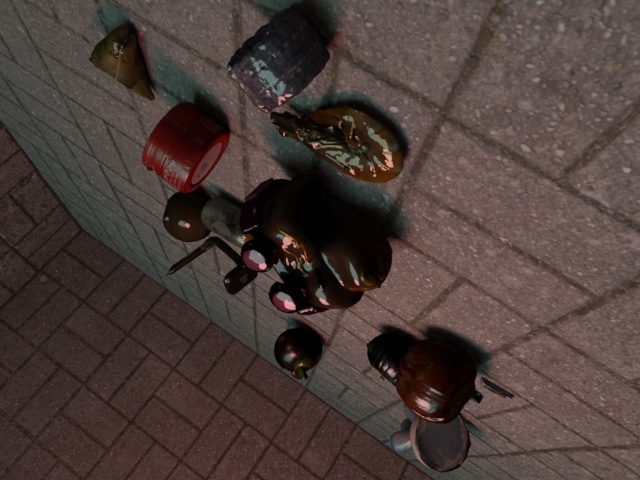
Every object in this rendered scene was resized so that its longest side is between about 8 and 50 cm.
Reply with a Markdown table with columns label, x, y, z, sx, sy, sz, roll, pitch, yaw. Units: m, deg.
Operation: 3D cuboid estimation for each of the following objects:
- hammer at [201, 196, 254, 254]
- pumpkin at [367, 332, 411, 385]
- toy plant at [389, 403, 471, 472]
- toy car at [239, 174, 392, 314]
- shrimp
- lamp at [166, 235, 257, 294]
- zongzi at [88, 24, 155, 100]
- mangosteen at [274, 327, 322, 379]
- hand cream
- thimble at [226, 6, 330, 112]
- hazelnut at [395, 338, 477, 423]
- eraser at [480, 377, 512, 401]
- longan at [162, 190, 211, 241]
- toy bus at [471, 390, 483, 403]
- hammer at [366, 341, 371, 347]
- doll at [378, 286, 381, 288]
| label | x | y | z | sx | sy | sz | roll | pitch | yaw |
| --- | --- | --- | --- | --- | --- | --- | --- | --- | --- |
| hammer | -0.261 | -0.016 | 1.585 | 0.201 | 0.113 | 0.305 | 32 | 164 | 18 |
| pumpkin | 0.238 | 0.386 | 1.542 | 0.202 | 0.140 | 0.202 | 38 | 175 | 4 |
| toy plant | 0.400 | 0.749 | 1.900 | 0.247 | 0.247 | 0.332 | 39 | 158 | -3 |
| toy car | 0.000 | 0.000 | 1.088 | 0.240 | 0.271 | 0.341 | -21 | 112 | 36 |
| shrimp | 0.024 | -0.198 | 0.896 | 0.287 | 0.063 | 0.152 | 27 | 152 | 13 |
| lamp | -0.348 | 0.081 | 1.517 | 0.283 | 0.203 | 0.125 | 30 | 150 | 36 |
| zongzi | -0.434 | -0.405 | 1.141 | 0.160 | 0.079 | 0.176 | 4 | 150 | 50 |
| mangosteen | -0.095 | 0.486 | 2.097 | 0.216 | 0.216 | 0.216 | 30 | 155 | 16 |
| hand cream | -0.319 | -0.219 | 1.166 | 0.125 | 0.193 | 0.193 | 34 | 156 | -1 |
| thimble | -0.066 | -0.283 | 0.765 | 0.150 | 0.150 | 0.098 | 1 | 141 | 53 |
| hazelnut | 0.323 | 0.386 | 1.368 | 0.217 | 0.234 | 0.218 | 20 | -166 | -5 |
| eraser | 0.512 | 0.436 | 1.424 | 0.099 | 0.019 | 0.027 | 28 | 154 | 18 |
| longan | -0.431 | -0.078 | 1.604 | 0.189 | 0.189 | 0.189 | 30 | 155 | 16 |
| toy bus | 0.473 | 0.481 | 1.544 | 0.083 | 0.031 | 0.037 | 41 | 163 | -8 |
| hammer | 0.257 | 0.430 | 1.755 | 0.201 | 0.021 | 0.078 | 39 | 156 | -4 |
| doll | 0.121 | 0.065 | 1.241 | 0.110 | 0.067 | 0.206 | 43 | 148 | 22 |
